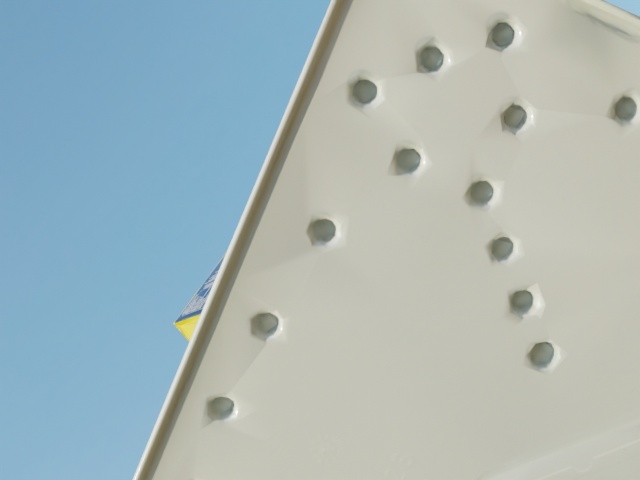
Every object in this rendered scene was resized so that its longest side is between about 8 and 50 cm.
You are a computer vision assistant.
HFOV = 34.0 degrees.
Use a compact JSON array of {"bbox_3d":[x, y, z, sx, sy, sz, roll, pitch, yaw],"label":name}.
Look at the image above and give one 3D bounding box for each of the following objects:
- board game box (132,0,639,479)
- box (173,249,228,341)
[{"bbox_3d":[0.121,0.124,0.446,0.050,0.389,0.390,-97,30,-75],"label":"board game box"},{"bbox_3d":[0.000,0.000,0.526,0.054,0.059,0.169,-18,28,42],"label":"box"}]
